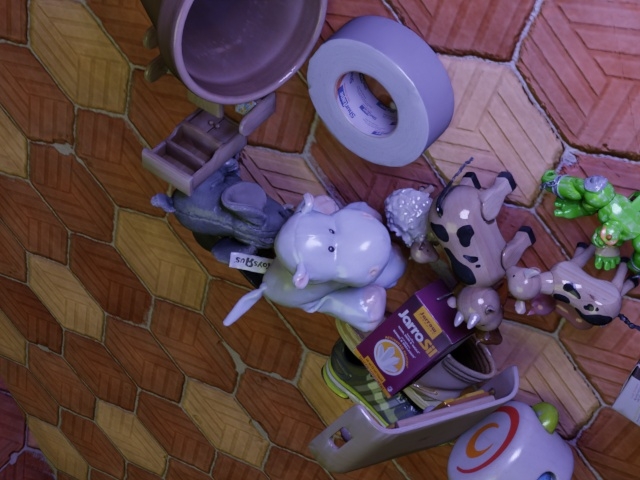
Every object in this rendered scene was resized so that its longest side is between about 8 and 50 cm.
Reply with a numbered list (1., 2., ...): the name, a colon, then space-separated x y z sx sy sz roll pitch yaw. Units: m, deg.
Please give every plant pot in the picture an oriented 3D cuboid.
1. plant pot: -0.156 -0.364 1.799 0.229 0.263 0.263 44 152 38

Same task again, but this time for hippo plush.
1. hippo plush: 0.000 0.000 1.939 0.294 0.234 0.236 4 157 -1

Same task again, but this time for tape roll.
1. tape roll: 0.087 -0.218 1.813 0.219 0.072 0.219 28 143 23

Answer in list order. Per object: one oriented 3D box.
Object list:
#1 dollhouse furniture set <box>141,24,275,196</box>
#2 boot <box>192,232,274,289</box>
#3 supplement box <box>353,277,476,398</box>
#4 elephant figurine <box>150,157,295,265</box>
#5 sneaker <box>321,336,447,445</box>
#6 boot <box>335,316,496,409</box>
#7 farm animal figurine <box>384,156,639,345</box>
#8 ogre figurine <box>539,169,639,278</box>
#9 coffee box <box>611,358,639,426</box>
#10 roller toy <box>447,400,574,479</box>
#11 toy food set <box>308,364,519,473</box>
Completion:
1. dollhouse furniture set: -0.206 -0.222 2.039 0.212 0.161 0.242 31 144 20
2. boot: -0.166 0.023 2.349 0.198 0.076 0.137 58 151 5
3. supplement box: 0.154 0.161 2.002 0.104 0.080 0.188 53 132 12
4. elephant figurine: -0.130 -0.041 2.130 0.239 0.186 0.169 35 168 34
5. sneaker: 0.132 0.271 2.255 0.300 0.111 0.121 28 139 20
6. boot: 0.163 0.176 2.125 0.262 0.095 0.203 43 147 0
7. farm animal figurine: 0.262 0.043 1.810 0.327 0.172 0.330 54 145 -13
8. ogre figurine: 0.393 -0.029 1.673 0.197 0.096 0.118 62 164 2
9. coffee box: 0.575 0.230 1.679 0.297 0.168 0.119 33 145 16
10. roller toy: 0.323 0.384 2.080 0.146 0.191 0.209 45 137 -16
11. toy food set: 0.153 0.281 2.003 0.220 0.306 0.092 -51 56 55
